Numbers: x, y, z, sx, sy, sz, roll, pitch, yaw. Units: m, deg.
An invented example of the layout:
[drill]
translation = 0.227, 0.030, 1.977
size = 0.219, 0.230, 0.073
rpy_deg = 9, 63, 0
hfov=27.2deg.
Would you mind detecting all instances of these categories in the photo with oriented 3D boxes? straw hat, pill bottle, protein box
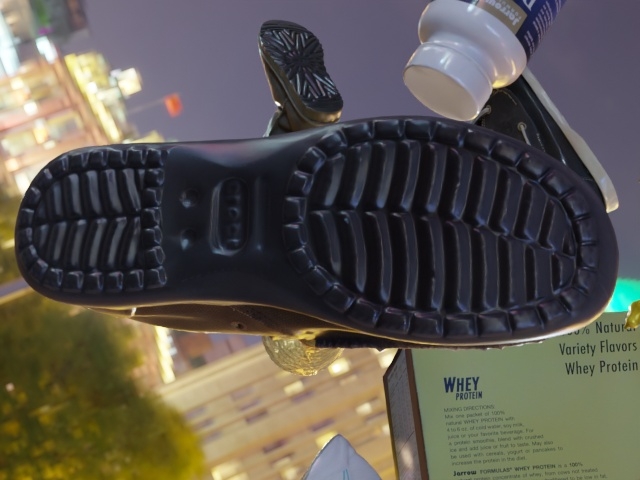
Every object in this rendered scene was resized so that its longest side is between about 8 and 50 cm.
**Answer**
[straw hat]
translation = 0.008, 0.090, 1.457
size = 0.061, 0.144, 0.144
rpy_deg = 11, -57, 46
[pill bottle]
translation = 0.138, -0.183, 1.071
size = 0.094, 0.169, 0.094
rpy_deg = 29, -18, 10
[protein box]
translation = 0.168, 0.178, 1.089
size = 0.136, 0.200, 0.201
rpy_deg = 106, -21, -66

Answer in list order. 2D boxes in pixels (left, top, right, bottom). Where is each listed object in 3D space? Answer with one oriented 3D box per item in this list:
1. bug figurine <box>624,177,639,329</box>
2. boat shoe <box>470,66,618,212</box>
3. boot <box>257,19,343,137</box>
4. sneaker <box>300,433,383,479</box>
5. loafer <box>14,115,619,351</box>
[bug figurine]
translation = 0.335, 0.004, 0.976
size = 0.072, 0.216, 0.279
rpy_deg = 124, -14, -59
[boat shoe]
translation = 0.168, -0.106, 1.176
size = 0.233, 0.079, 0.084
rpy_deg = 57, 1, 10
[boot]
translation = -0.049, -0.112, 1.461
size = 0.208, 0.076, 0.189
rpy_deg = 109, -26, -42
[sneaker]
translation = -0.003, 0.164, 0.713
size = 0.061, 0.152, 0.053
rpy_deg = 38, -52, 7
[loafer]
translation = 0.000, 0.000, 0.826
size = 0.130, 0.366, 0.133
rpy_deg = 50, 48, -70
